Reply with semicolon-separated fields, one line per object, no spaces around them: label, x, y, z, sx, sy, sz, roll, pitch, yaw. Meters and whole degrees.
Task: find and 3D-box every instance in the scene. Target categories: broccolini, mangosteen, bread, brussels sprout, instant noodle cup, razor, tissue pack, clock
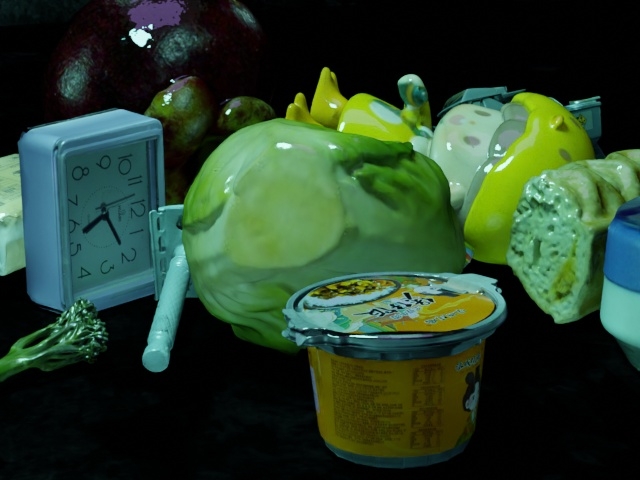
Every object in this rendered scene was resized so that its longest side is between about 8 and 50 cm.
broccolini;-0.275;0.120;1.549;0.216;0.058;0.067;-32;-8;-48
mangosteen;-0.183;-0.166;2.139;0.307;0.307;0.347;-14;49;-38
bread;0.307;-0.015;1.764;0.130;0.152;0.267;2;13;44
brussels sprout;0.002;-0.002;1.636;0.259;0.227;0.294;-4;-10;17
instant noodle cup;0.063;0.109;1.389;0.208;0.125;0.177;-9;17;-24
razor;-0.149;0.059;1.682;0.068;0.106;0.232;0;25;4
tissue pack;-0.364;-0.032;1.986;0.186;0.090;0.222;10;21;29
clock;-0.233;-0.030;1.780;0.073;0.193;0.144;16;24;41

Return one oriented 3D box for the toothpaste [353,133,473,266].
toothpaste;0.077;-0.034;1.799;0.193;0.070;0.044;38;22;-3

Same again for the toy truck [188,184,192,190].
toy truck;-0.074;-0.019;1.891;0.124;0.114;0.253;-16;17;-2

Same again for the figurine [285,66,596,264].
figurine;0.140;-0.096;1.906;0.343;0.187;0.215;20;49;14

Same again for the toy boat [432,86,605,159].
toy boat;0.227;-0.141;2.267;0.296;0.122;0.114;-10;-7;-19

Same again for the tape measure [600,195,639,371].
tape measure;0.395;0.043;1.578;0.259;0.138;0.262;11;20;42
